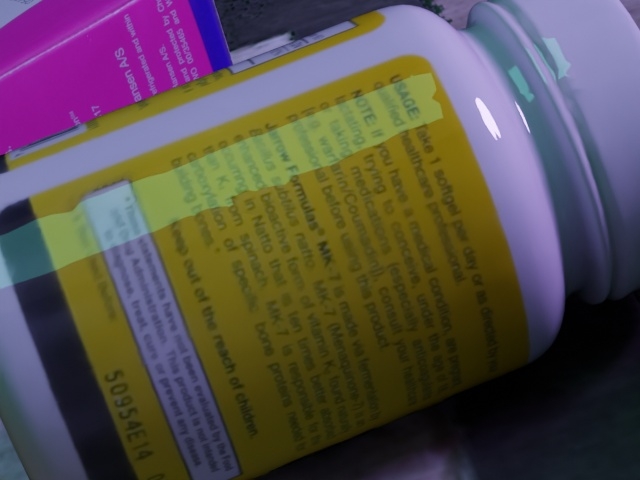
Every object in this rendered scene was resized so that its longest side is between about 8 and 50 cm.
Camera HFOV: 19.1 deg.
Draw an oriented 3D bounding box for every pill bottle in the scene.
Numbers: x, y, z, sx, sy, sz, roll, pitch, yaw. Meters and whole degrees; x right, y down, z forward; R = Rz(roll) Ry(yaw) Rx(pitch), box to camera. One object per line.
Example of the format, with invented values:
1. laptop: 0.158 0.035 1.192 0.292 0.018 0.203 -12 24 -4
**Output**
1. pill bottle: 0.000 0.000 0.574 0.208 0.119 0.119 -22 28 -6

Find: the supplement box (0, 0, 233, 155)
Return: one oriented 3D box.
1. supplement box: -0.141 -0.014 0.690 0.220 0.114 0.111 -34 32 -28
